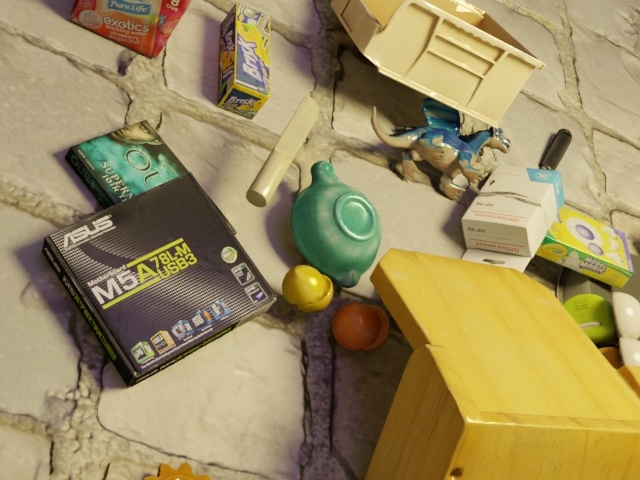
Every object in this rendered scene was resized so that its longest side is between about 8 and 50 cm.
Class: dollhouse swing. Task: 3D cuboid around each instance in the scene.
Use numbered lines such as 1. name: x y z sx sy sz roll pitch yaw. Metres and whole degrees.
1. dollhouse swing: 0.192 0.221 1.178 0.347 0.315 0.305 9 18 -33

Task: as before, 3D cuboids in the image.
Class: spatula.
1. spatula: 0.383 -0.116 1.654 0.084 0.030 0.296 34 42 2

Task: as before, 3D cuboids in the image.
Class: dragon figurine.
1. dragon figurine: 0.171 -0.159 1.486 0.289 0.085 0.144 21 46 -27

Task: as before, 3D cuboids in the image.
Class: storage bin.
1. storage bin: 0.170 -0.321 1.520 0.260 0.123 0.262 22 23 -23

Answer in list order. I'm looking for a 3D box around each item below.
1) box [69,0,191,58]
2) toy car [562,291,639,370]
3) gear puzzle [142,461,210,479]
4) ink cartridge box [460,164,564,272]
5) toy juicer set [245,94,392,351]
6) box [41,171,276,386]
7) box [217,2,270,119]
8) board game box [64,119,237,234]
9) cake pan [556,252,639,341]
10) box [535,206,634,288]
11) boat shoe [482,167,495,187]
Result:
1. box: -0.240 -0.392 1.331 0.128 0.122 0.257 23 46 -22
2. toy car: 0.381 0.166 1.365 0.136 0.159 0.182 56 28 -44
3. gear puzzle: -0.164 0.345 0.869 0.175 0.044 0.339 26 42 -16
4. ink cartridge box: 0.279 -0.034 1.434 0.180 0.104 0.060 -52 138 -39
5. toy juicer set: 0.000 0.000 1.234 0.209 0.089 0.329 -37 93 -39
6. box: -0.175 0.037 1.067 0.191 0.045 0.184 -27 78 -31
7. box: -0.107 -0.255 1.375 0.059 0.054 0.169 18 49 -25
8. board game box: -0.200 -0.054 1.164 0.186 0.026 0.126 51 43 8
9. cake pan: 0.500 0.135 1.528 0.293 0.054 0.293 20 47 -23
10. box: 0.387 -0.002 1.493 0.179 0.043 0.105 20 38 -9
11. boat shoe: 0.316 -0.069 1.545 0.125 0.046 0.038 32 59 5
